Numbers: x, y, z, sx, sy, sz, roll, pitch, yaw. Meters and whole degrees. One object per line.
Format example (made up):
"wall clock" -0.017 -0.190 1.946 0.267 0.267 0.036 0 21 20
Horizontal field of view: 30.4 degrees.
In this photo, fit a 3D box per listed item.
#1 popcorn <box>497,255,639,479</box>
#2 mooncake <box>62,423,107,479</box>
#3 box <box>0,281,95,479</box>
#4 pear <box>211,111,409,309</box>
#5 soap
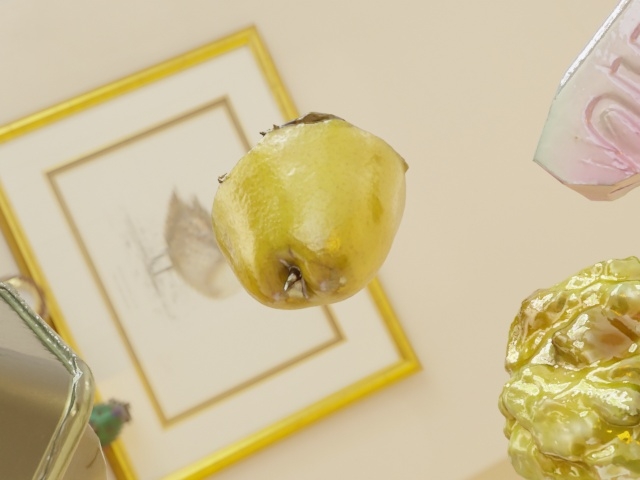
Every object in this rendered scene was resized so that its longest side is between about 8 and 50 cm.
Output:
"popcorn" 0.277 0.133 1.018 0.225 0.249 0.249 -21 -86 55
"mooncake" -0.539 0.315 1.636 0.467 0.262 0.467 15 -56 23
"box" -0.302 0.093 0.887 0.178 0.138 0.274 24 -1 -33
"pear" -0.001 0.002 1.423 0.178 0.267 0.267 -104 -177 -50
"soap" 0.394 -0.181 1.347 0.193 0.324 0.109 41 14 16
